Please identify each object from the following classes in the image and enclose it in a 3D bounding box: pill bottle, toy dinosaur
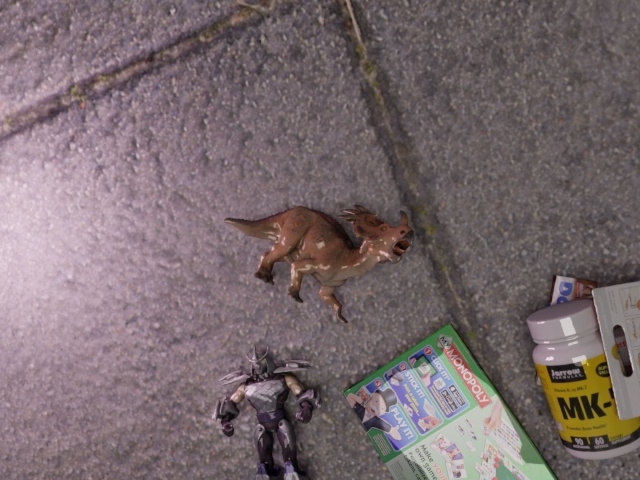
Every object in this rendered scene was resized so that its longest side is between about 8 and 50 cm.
[{"bbox_3d":[0.386,0.200,0.900,0.119,0.119,0.208,-20,90,10],"label":"pill bottle"},{"bbox_3d":[0.000,0.000,0.987,0.296,0.127,0.200,29,89,20],"label":"toy dinosaur"}]

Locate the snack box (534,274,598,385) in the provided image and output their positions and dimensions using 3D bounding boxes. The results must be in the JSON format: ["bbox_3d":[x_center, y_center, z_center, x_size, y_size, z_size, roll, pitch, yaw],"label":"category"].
[{"bbox_3d":[0.389,0.147,0.969,0.064,0.022,0.178,9,94,9],"label":"snack box"}]

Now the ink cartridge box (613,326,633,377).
[{"bbox_3d":[0.492,0.193,0.938,0.089,0.052,0.122,-21,87,9],"label":"ink cartridge box"}]

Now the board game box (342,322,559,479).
[{"bbox_3d":[0.207,0.320,0.960,0.214,0.046,0.317,-35,72,8],"label":"board game box"}]

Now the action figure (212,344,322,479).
[{"bbox_3d":[-0.078,0.314,1.020,0.186,0.099,0.284,-13,86,19],"label":"action figure"}]

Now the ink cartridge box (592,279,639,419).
[{"bbox_3d":[0.501,0.143,0.884,0.233,0.066,0.188,-9,83,-7],"label":"ink cartridge box"}]
